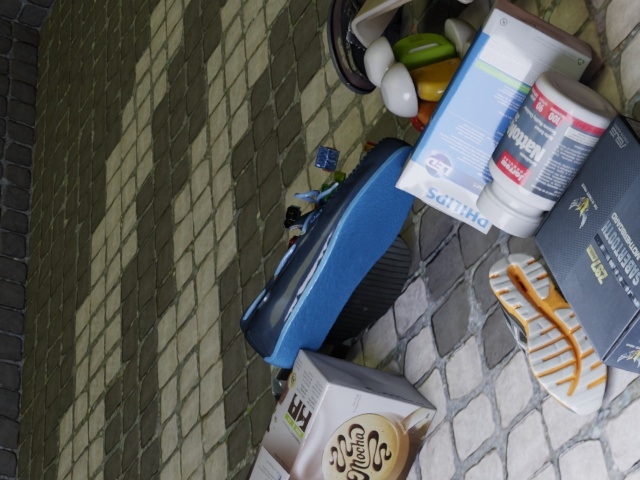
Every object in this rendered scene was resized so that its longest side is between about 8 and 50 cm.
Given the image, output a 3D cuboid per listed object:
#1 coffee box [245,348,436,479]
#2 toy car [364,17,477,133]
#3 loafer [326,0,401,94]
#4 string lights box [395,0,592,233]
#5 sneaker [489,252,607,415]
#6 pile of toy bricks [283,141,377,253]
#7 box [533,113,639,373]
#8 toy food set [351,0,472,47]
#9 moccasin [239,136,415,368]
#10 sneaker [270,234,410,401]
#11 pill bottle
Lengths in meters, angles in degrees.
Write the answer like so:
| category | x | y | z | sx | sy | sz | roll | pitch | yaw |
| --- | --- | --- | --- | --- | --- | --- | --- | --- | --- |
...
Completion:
| category | x | y | z | sx | sy | sz | roll | pitch | yaw |
| --- | --- | --- | --- | --- | --- | --- | --- | --- | --- |
| coffee box | 0.006 | 0.312 | 1.924 | 0.297 | 0.168 | 0.119 | -67 | 26 | 10 |
| toy car | 0.155 | -0.212 | 2.014 | 0.182 | 0.159 | 0.136 | -116 | 12 | -53 |
| loafer | 0.079 | -0.371 | 2.284 | 0.095 | 0.109 | 0.302 | -34 | 42 | 47 |
| string lights box | 0.212 | -0.153 | 1.821 | 0.260 | 0.133 | 0.077 | -61 | 3 | 23 |
| sneaker | 0.261 | 0.111 | 1.651 | 0.083 | 0.084 | 0.215 | 70 | 177 | -52 |
| pile of toy bricks | 0.019 | -0.056 | 2.227 | 0.105 | 0.118 | 0.212 | -44 | -31 | -74 |
| box | 0.332 | 0.000 | 1.587 | 0.183 | 0.059 | 0.233 | -60 | 28 | 28 |
| toy food set | 0.178 | -0.387 | 2.073 | 0.220 | 0.092 | 0.306 | -57 | 16 | -18 |
| moccasin | 0.000 | 0.000 | 1.938 | 0.117 | 0.138 | 0.342 | 33 | 85 | 39 |
| sneaker | 0.009 | 0.079 | 2.115 | 0.330 | 0.122 | 0.146 | -54 | 33 | 33 |
| pill bottle | 0.261 | -0.097 | 1.736 | 0.180 | 0.108 | 0.108 | -61 | 28 | 23 |
